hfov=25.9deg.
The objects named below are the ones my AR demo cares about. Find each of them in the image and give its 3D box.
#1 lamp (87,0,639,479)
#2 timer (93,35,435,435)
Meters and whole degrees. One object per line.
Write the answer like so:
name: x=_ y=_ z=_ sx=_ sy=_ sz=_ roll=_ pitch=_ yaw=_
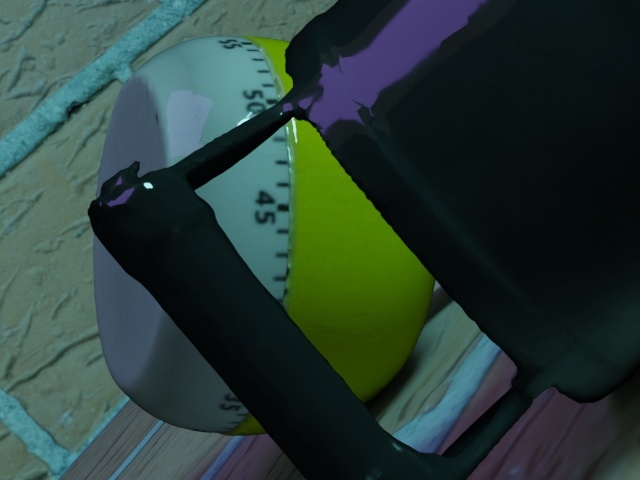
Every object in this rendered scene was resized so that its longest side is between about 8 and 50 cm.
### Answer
lamp: x=0.128 y=-0.078 z=0.564 sx=0.272 sy=0.205 sz=0.374 roll=-45 pitch=-6 yaw=34
timer: x=0.000 y=0.000 z=0.934 sx=0.285 sy=0.285 sz=0.285 roll=-43 pitch=6 yaw=6
